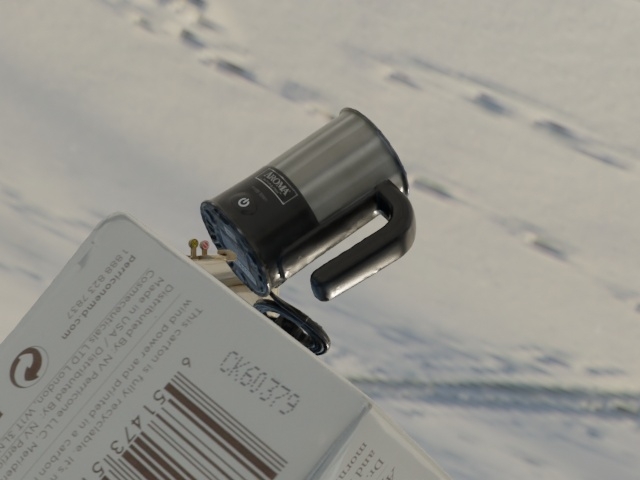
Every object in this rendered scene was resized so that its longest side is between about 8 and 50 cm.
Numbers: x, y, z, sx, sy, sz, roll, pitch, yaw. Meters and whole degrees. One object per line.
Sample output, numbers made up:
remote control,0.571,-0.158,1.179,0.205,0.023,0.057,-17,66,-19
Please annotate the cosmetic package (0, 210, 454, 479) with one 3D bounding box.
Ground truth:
cosmetic package,-0.041,0.116,0.621,0.151,0.151,0.183,35,171,37

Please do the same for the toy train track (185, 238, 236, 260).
toy train track,-0.090,0.006,0.973,0.083,0.014,0.048,1,177,-35

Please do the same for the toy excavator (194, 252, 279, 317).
toy excavator,-0.015,0.268,1.263,0.222,0.445,0.433,-6,-161,-16

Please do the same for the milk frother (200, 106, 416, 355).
milk frother,0.000,0.000,1.169,0.129,0.135,0.143,51,163,18
